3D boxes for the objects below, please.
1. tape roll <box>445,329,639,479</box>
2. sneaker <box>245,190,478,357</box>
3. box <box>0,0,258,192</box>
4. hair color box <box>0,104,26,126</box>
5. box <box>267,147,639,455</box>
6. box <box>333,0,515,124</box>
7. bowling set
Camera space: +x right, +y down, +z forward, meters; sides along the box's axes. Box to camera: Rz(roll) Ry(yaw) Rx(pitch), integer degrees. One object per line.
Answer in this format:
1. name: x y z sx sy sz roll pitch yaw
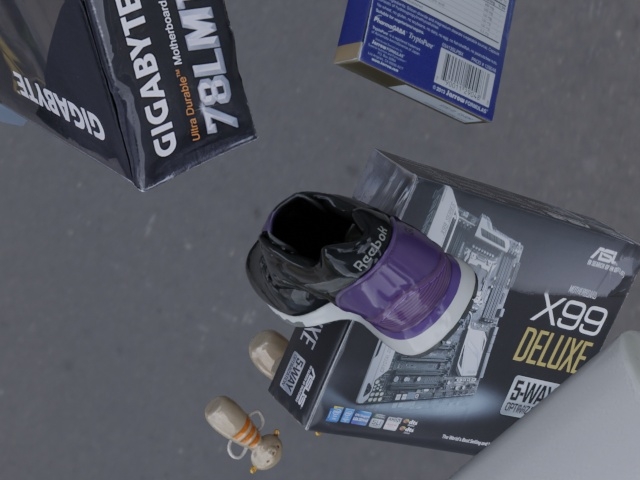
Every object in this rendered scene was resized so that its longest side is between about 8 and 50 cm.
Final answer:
1. tape roll: 0.143 0.180 0.583 0.246 0.246 0.169 43 105 -14
2. sneaker: 0.000 0.000 1.105 0.124 0.107 0.283 39 165 -26
3. box: -0.157 -0.201 0.658 0.295 0.073 0.293 31 138 50
4. hair color box: -0.328 -0.311 1.319 0.185 0.375 0.113 10 173 -18
5. box: 0.132 0.071 1.312 0.307 0.076 0.242 16 104 -37
6. box: 0.093 -0.215 1.072 0.136 0.225 0.036 20 168 -35
7. bowling set: 0.006 0.175 1.835 0.154 0.287 0.200 46 155 -27
